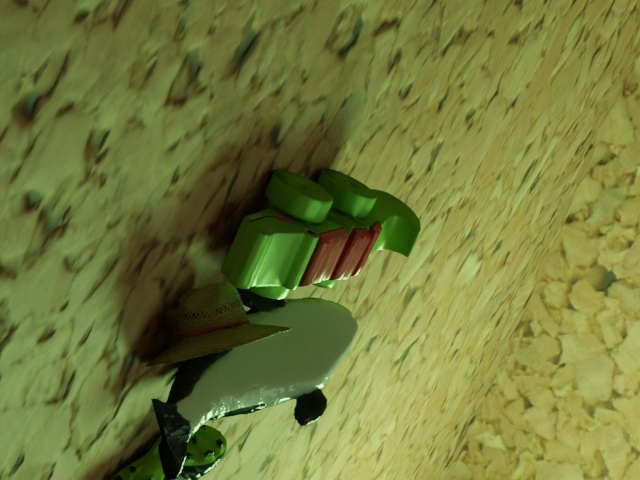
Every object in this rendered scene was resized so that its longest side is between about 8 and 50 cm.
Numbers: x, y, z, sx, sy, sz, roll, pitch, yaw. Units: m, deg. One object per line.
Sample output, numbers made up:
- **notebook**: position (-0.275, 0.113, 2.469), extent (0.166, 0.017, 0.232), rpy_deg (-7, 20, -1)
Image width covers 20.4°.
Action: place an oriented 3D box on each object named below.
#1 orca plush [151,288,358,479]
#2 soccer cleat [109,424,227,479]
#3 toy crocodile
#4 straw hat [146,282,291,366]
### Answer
- **orca plush**: position (-0.082, 0.150, 1.818), extent (0.102, 0.151, 0.287), rpy_deg (-31, -167, 47)
- **soccer cleat**: position (-0.165, 0.241, 1.814), extent (0.179, 0.060, 0.072), rpy_deg (-29, 156, -49)
- **toy crocodile**: position (0.000, 0.000, 1.788), extent (0.115, 0.105, 0.340), rpy_deg (-64, 163, 13)
- **straw hat**: position (-0.103, 0.072, 1.678), extent (0.144, 0.144, 0.061), rpy_deg (-16, 93, -67)
